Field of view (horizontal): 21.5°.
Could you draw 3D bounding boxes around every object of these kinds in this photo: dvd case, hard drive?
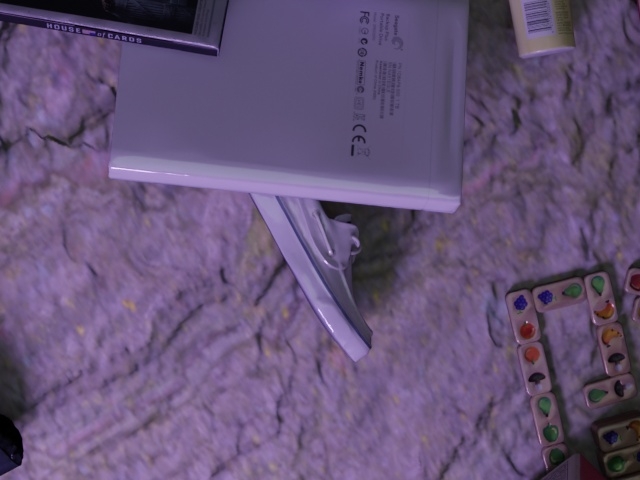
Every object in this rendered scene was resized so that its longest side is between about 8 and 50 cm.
[{"bbox_3d":[-0.205,-0.286,1.702,0.238,0.029,0.179,9,70,-2],"label":"dvd case"},{"bbox_3d":[-0.029,-0.158,1.725,0.353,0.047,0.233,6,72,-6],"label":"hard drive"}]

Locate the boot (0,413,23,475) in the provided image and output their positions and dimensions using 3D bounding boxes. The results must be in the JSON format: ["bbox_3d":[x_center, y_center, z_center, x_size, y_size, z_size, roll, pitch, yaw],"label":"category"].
[{"bbox_3d":[-0.393,0.272,1.737,0.207,0.094,0.246,-29,91,1],"label":"boot"}]

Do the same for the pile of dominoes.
[{"bbox_3d":[0.323,0.155,1.824,0.196,0.040,0.251,-15,96,-4],"label":"pile of dominoes"}]

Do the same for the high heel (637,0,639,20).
[{"bbox_3d":[0.334,-0.304,1.738,0.181,0.127,0.377,-42,101,-12],"label":"high heel"}]

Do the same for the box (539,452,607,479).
[{"bbox_3d":[0.249,0.346,1.721,0.148,0.232,0.127,-42,98,18],"label":"box"}]

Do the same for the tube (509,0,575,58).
[{"bbox_3d":[0.221,-0.314,1.771,0.062,0.070,0.240,-8,93,36],"label":"tube"}]

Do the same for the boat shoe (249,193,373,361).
[{"bbox_3d":[0.000,0.000,1.752,0.084,0.095,0.258,-29,96,-2],"label":"boat shoe"}]
